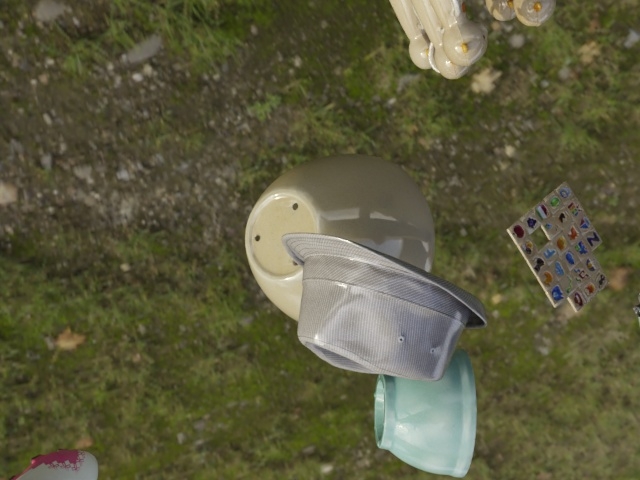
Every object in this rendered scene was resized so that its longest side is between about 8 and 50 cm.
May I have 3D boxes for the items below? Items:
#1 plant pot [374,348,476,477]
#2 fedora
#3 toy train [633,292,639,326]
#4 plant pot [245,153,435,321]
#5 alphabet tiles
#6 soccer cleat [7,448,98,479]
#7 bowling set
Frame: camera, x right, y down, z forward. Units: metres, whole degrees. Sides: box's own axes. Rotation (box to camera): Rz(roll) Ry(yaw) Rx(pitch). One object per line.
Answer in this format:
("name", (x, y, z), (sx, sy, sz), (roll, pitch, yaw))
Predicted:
("plant pot", (0.228, 0.392, 2.273), (0.196, 0.293, 0.293), (2, 134, -5))
("fedora", (0.064, 0.097, 1.196), (0.275, 0.243, 0.124), (26, 76, -35))
("toy train", (0.582, 0.178, 1.505), (0.190, 0.142, 0.334), (-19, 110, -8))
("plant pot", (0.000, 0.000, 1.460), (0.284, 0.284, 0.191), (-46, 152, 22))
("alphabet tiles", (0.519, 0.023, 2.105), (0.198, 0.237, 0.009), (-36, -172, -27))
("soccer cleat", (-0.399, 0.386, 1.341), (0.331, 0.143, 0.116), (-17, 121, -56))
("bowling set", (0.172, -0.251, 0.953), (0.200, 0.287, 0.154), (-19, 107, 4))
